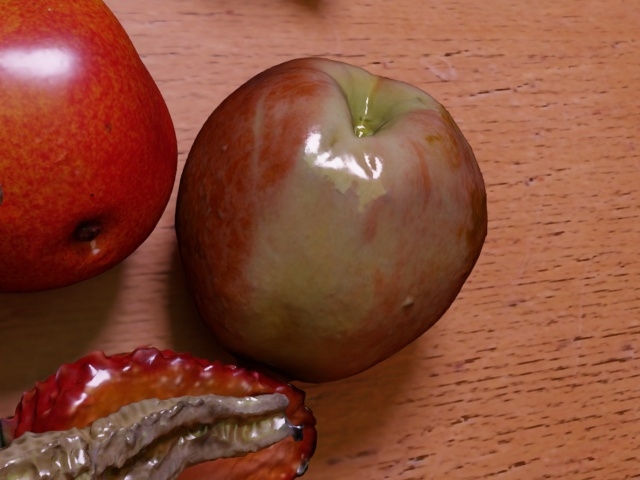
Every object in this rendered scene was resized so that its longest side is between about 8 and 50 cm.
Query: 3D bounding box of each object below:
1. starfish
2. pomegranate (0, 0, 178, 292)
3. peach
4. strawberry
[{"bbox_3d":[-0.173,0.166,0.627,0.324,0.082,0.432,-54,136,-17],"label":"starfish"},{"bbox_3d":[-0.215,-0.085,0.754,0.220,0.221,0.257,-8,53,-25],"label":"pomegranate"},{"bbox_3d":[0.000,0.000,0.824,0.232,0.257,0.232,15,30,-9],"label":"peach"},{"bbox_3d":[-0.124,0.146,0.780,0.236,0.111,0.190,-8,112,-34],"label":"strawberry"}]
